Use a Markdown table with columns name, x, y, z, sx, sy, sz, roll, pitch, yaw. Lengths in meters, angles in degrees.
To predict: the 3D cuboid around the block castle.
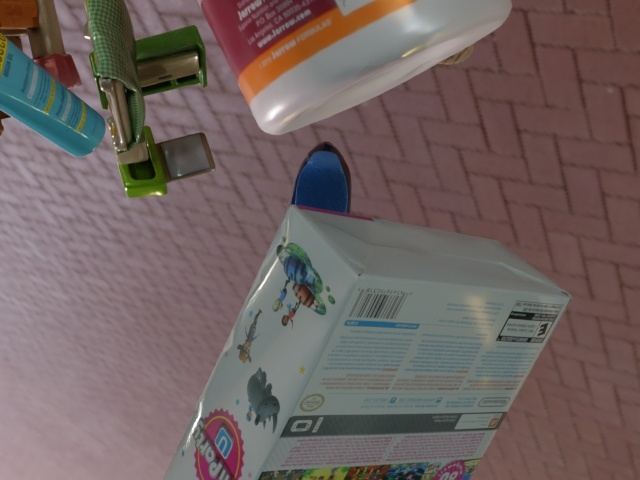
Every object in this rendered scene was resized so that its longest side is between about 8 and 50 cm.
| name | x | y | z | sx | sy | sz | roll | pitch | yaw |
| --- | --- | --- | --- | --- | --- | --- | --- | --- | --- |
| block castle | -0.647 | -0.254 | 1.576 | 0.453 | 0.303 | 0.213 | -7 | 99 | 20 |

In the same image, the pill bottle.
| name | x | y | z | sx | sy | sz | roll | pitch | yaw |
| --- | --- | --- | --- | --- | --- | --- | --- | --- | --- |
| pill bottle | -0.031 | -0.303 | 0.770 | 0.224 | 0.224 | 0.392 | -24 | 93 | 58 |

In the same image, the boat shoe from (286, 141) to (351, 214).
| name | x | y | z | sx | sy | sz | roll | pitch | yaw |
| --- | --- | --- | --- | --- | --- | --- | --- | --- | --- |
| boat shoe | 0.000 | 0.000 | 1.226 | 0.109 | 0.089 | 0.258 | 15 | 119 | -5 |

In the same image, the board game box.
| name | x | y | z | sx | sy | sz | roll | pitch | yaw |
| --- | --- | --- | --- | --- | --- | --- | --- | --- | --- |
| board game box | 0.021 | 0.138 | 0.719 | 0.224 | 0.303 | 0.097 | 9 | -156 | -40 |

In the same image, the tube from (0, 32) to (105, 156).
| name | x | y | z | sx | sy | sz | roll | pitch | yaw |
| --- | --- | --- | --- | --- | --- | --- | --- | --- | --- |
| tube | -0.291 | -0.149 | 0.945 | 0.052 | 0.080 | 0.207 | -13 | 153 | 23 |

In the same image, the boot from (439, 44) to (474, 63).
| name | x | y | z | sx | sy | sz | roll | pitch | yaw |
| --- | --- | --- | --- | --- | --- | --- | --- | --- | --- |
| boot | 0.098 | -0.346 | 1.186 | 0.248 | 0.207 | 0.090 | 30 | 142 | -20 |

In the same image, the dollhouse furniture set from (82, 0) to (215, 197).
| name | x | y | z | sx | sy | sz | roll | pitch | yaw |
| --- | --- | --- | --- | --- | --- | --- | --- | --- | --- |
| dollhouse furniture set | -0.204 | -0.210 | 1.224 | 0.301 | 0.151 | 0.197 | 100 | 153 | -66 |
